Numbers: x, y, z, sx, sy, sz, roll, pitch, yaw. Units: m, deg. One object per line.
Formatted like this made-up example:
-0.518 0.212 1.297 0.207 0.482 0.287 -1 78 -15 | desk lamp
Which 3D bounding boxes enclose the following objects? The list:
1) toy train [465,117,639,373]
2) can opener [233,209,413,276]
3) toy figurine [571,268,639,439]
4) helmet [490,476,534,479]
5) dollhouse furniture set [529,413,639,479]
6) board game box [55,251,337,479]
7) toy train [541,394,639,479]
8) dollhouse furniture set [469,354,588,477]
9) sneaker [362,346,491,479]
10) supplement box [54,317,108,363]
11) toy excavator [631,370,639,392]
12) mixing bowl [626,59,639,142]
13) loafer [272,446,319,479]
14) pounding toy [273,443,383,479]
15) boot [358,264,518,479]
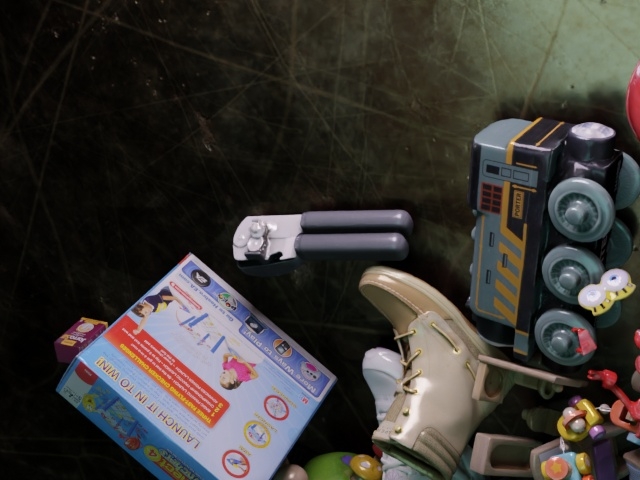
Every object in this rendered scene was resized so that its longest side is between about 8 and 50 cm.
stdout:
0.272 0.005 1.115 0.190 0.142 0.334 18 126 31 | toy train
0.000 0.000 1.287 0.280 0.074 0.093 -4 149 29 | can opener
0.449 0.071 0.899 0.362 0.217 0.191 -25 86 5 | toy figurine
0.302 0.401 1.294 0.161 0.169 0.169 -28 107 -11 | helmet
0.363 0.412 1.068 0.198 0.303 0.287 -19 107 -14 | dollhouse furniture set
-0.166 0.208 1.327 0.308 0.302 0.086 41 126 1 | board game box
0.327 0.247 1.083 0.125 0.046 0.166 25 87 45 | toy train
0.281 0.242 1.181 0.123 0.144 0.151 10 87 51 | dollhouse furniture set
0.139 0.296 1.315 0.114 0.152 0.305 -14 110 54 | sneaker
-0.406 0.173 1.559 0.054 0.083 0.043 9 120 20 | supplement box
0.536 0.380 1.135 0.445 0.222 0.433 40 147 26 | toy excavator
0.419 -0.136 0.981 0.181 0.098 0.182 11 121 19 | mixing bowl
0.001 0.421 1.499 0.220 0.080 0.078 30 125 8 | loafer
0.048 0.349 1.388 0.236 0.183 0.110 26 104 -12 | pounding toy
0.119 0.178 1.226 0.262 0.203 0.095 41 157 -6 | boot
